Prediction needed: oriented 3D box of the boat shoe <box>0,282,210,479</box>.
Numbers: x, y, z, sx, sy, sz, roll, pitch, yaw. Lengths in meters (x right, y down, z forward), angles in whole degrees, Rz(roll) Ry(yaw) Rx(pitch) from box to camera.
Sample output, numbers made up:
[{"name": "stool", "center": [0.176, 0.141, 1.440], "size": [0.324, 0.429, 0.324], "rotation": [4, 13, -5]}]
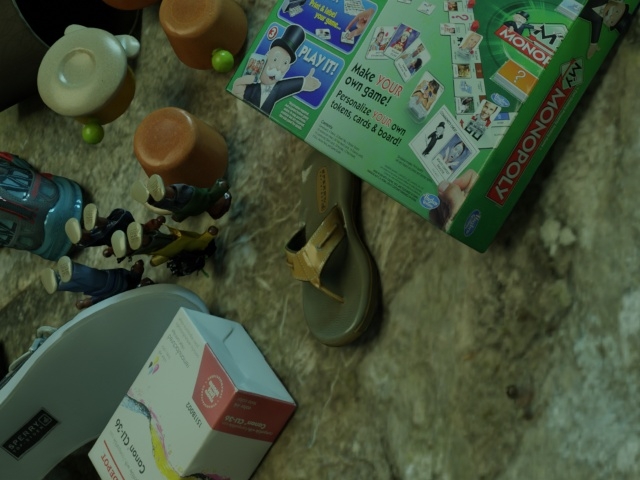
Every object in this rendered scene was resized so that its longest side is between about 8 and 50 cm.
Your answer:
[{"name": "boat shoe", "center": [-0.217, 0.130, 1.395], "size": [0.306, 0.113, 0.105], "rotation": [-43, 18, 17]}]

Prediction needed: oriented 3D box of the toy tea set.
[{"name": "toy tea set", "center": [-0.142, -0.180, 1.456], "size": [0.200, 0.124, 0.336], "rotation": [1, 71, 19]}]

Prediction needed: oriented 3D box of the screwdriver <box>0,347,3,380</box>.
[{"name": "screwdriver", "center": [-0.341, 0.081, 1.634], "size": [0.025, 0.024, 0.170], "rotation": [-24, 45, 7]}]

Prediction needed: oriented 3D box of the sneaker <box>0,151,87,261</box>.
[{"name": "sneaker", "center": [-0.342, -0.050, 1.597], "size": [0.262, 0.125, 0.104], "rotation": [7, 81, 50]}]

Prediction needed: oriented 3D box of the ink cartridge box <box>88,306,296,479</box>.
[{"name": "ink cartridge box", "center": [-0.116, 0.169, 1.291], "size": [0.198, 0.067, 0.115], "rotation": [-58, 41, 17]}]

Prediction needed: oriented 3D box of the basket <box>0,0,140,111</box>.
[{"name": "basket", "center": [-0.306, -0.226, 1.610], "size": [0.227, 0.154, 0.204], "rotation": [-27, 55, 45]}]

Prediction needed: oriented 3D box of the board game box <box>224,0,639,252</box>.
[{"name": "board game box", "center": [0.070, -0.146, 1.195], "size": [0.213, 0.046, 0.317], "rotation": [-58, 40, 4]}]

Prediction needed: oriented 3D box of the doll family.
[{"name": "doll family", "center": [-0.148, 0.006, 1.364], "size": [0.193, 0.111, 0.076], "rotation": [-20, 73, 35]}]

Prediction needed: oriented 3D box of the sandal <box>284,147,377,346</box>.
[{"name": "sandal", "center": [0.000, 0.000, 1.235], "size": [0.072, 0.049, 0.180], "rotation": [-30, 54, 38]}]
